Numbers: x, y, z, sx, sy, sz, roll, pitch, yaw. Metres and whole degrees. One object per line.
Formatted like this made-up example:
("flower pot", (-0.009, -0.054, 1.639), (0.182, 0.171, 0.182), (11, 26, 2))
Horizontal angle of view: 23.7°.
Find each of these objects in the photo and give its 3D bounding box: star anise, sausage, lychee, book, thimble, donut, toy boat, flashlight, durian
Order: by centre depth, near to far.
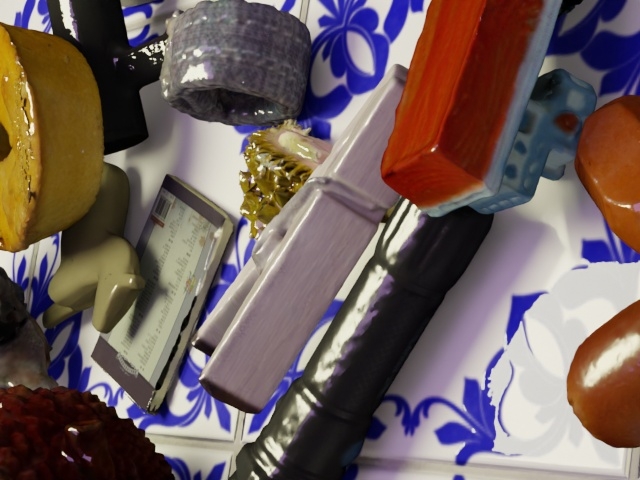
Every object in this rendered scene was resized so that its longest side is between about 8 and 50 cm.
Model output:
("sausage", (0.284, 0.046, 1.028), (0.300, 0.083, 0.089), (-43, 34, 33))
("sausage", (0.239, -0.047, 1.120), (0.089, 0.089, 0.179), (-55, 31, 23))
("toy boat", (0.167, -0.172, 1.231), (0.145, 0.133, 0.331), (-25, 44, 65))
("flashlight", (0.021, 0.131, 1.331), (0.424, 0.103, 0.103), (-59, 39, 16))
("durian", (-0.015, -0.046, 1.448), (0.224, 0.078, 0.140), (15, 87, 50))
("lychee", (-0.275, 0.294, 1.478), (0.330, 0.306, 0.306), (-55, 40, 33))
("thimble", (-0.083, -0.177, 1.530), (0.150, 0.150, 0.097), (-7, 73, 51))
("book", (-0.171, 0.057, 1.661), (0.157, 0.026, 0.231), (35, 104, 55))
("donut", (-0.335, -0.118, 1.709), (0.278, 0.108, 0.277), (12, 106, 53))
("star anise", (-0.440, 0.057, 1.777), (0.139, 0.316, 0.359), (-38, 74, -7))

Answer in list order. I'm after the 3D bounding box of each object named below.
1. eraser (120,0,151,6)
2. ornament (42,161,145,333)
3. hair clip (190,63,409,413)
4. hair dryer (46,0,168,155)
("eraser", (-0.221, -0.337, 1.784), (0.279, 0.124, 0.081), (-2, 76, 52))
("ornament", (-0.263, 0.016, 1.742), (0.245, 0.061, 0.230), (-30, 48, 46))
("hair clip", (-0.004, -0.003, 1.344), (0.330, 0.085, 0.101), (-57, 7, 17))
("hair dryer", (-0.189, -0.214, 1.718), (0.251, 0.089, 0.197), (-13, 89, 30))
